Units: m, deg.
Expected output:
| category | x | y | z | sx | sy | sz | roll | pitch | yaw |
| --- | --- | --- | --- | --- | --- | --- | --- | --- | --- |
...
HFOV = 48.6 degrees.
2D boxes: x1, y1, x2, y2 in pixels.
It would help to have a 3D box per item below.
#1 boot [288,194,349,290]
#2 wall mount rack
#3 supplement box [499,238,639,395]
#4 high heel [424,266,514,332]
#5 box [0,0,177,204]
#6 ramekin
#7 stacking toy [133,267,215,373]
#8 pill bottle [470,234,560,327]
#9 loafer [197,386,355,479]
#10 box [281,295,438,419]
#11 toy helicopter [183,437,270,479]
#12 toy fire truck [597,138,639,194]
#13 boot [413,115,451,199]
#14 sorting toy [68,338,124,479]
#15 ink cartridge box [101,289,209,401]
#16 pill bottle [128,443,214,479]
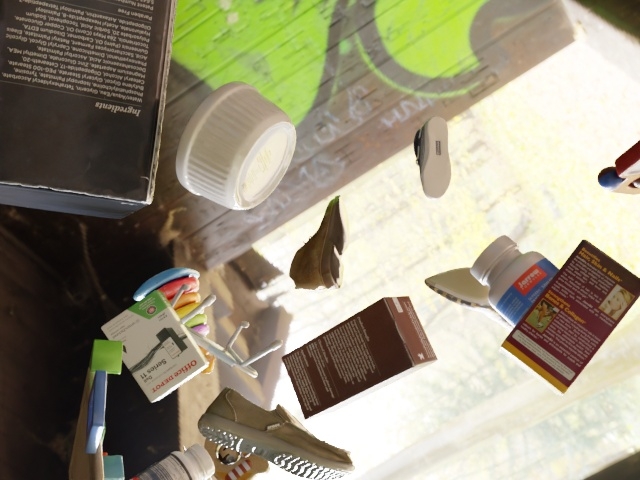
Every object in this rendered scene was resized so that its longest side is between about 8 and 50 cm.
| category | x | y | z | sx | sy | sz | roll | pitch | yaw |
| --- | --- | --- | --- | --- | --- | --- | --- | --- | --- |
| boot | 0.000 | 0.000 | 1.639 | 0.305 | 0.115 | 0.112 | -74 | -35 | -50 |
| wall mount rack | -0.256 | 0.219 | 1.776 | 0.350 | 0.131 | 0.304 | 36 | 172 | -21 |
| supplement box | 0.344 | 0.107 | 0.975 | 0.104 | 0.188 | 0.081 | 38 | 177 | 18 |
| high heel | 0.347 | 0.147 | 1.513 | 0.186 | 0.261 | 0.093 | 85 | -163 | -53 |
| box | -0.472 | -0.300 | 1.380 | 0.480 | 0.297 | 0.472 | 175 | 100 | -69 |
| ramekin | -0.131 | -0.149 | 1.181 | 0.109 | 0.207 | 0.207 | 32 | -177 | 18 |
| stacking toy | -0.374 | 0.236 | 1.990 | 0.302 | 0.175 | 0.166 | 61 | -177 | 12 |
| pill bottle | 0.360 | 0.096 | 1.182 | 0.221 | 0.124 | 0.124 | 45 | -175 | 24 |
| loafer | -0.057 | 0.291 | 1.078 | 0.251 | 0.094 | 0.087 | 25 | -125 | -9 |
| box | 0.095 | 0.310 | 1.867 | 0.143 | 0.381 | 0.191 | 1 | -119 | -52 |
| toy helicopter | -0.250 | 0.661 | 1.938 | 0.140 | 0.234 | 0.355 | 83 | 177 | -53 |
| toy fire truck | 0.703 | -0.168 | 1.428 | 0.302 | 0.253 | 0.170 | 120 | 142 | -69 |
| boot | 0.242 | -0.171 | 1.558 | 0.086 | 0.069 | 0.190 | 141 | 138 | -69 |
| sorting toy | -0.257 | 0.268 | 0.809 | 0.047 | 0.348 | 0.196 | 8 | -148 | -21 |
| ink cartridge box | -0.373 | 0.241 | 1.616 | 0.208 | 0.153 | 0.087 | 54 | 173 | 4 |
| pill bottle | -0.332 | 0.536 | 1.581 | 0.180 | 0.108 | 0.108 | -27 | -97 | -36 |
